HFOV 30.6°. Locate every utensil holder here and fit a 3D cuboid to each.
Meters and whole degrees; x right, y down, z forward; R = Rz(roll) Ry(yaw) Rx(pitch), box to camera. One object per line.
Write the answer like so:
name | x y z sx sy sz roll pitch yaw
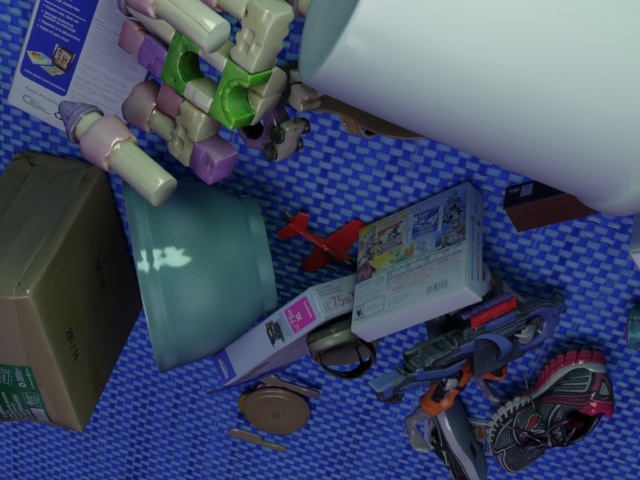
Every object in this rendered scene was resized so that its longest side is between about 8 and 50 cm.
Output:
utensil holder | 0.208 -0.240 1.249 0.385 0.327 0.327 19 136 -14

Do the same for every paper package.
paper package | -0.432 0.085 1.834 0.168 0.309 0.325 6 134 14

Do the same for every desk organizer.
desk organizer | 0.325 -0.056 1.629 0.130 0.047 0.050 -14 128 30

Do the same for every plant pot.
plant pot | -0.173 0.036 1.750 0.196 0.293 0.293 -12 132 -7

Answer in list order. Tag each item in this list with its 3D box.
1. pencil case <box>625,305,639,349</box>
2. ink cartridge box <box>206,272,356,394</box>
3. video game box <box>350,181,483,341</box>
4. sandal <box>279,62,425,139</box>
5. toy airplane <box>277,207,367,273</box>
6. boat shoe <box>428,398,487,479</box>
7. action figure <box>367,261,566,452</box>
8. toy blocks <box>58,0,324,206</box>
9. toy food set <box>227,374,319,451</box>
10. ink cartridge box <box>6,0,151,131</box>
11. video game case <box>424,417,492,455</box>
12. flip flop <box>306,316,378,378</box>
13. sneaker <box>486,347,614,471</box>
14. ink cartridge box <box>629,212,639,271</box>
pencil case | 0.529 0.132 1.723 0.152 0.064 0.070 2 116 18
ink cartridge box | -0.041 0.146 1.853 0.311 0.186 0.065 -39 73 39
video game box | 0.138 0.032 1.675 0.205 0.187 0.048 -24 137 35
sandal | 0.054 -0.183 1.600 0.240 0.088 0.079 16 167 14
toy airplane | 0.000 0.000 1.805 0.151 0.028 0.151 9 133 9
boat shoe | 0.223 0.347 2.003 0.070 0.078 0.219 -8 130 23
action figure | 0.184 0.163 1.773 0.341 0.178 0.330 -16 132 -27
toy blocks | -0.168 -0.246 1.452 0.260 0.309 0.288 39 127 21
toy food set | -0.082 0.301 2.116 0.132 0.038 0.192 21 130 -11
ink cartridge box | -0.308 -0.288 1.613 0.176 0.069 0.371 27 137 -6
video game case | 0.243 0.339 2.052 0.122 0.011 0.087 8 133 12
flip flop | 0.043 0.176 1.825 0.112 0.080 0.277 -28 168 0
sneaker | 0.362 0.293 1.874 0.121 0.112 0.299 5 140 -20
ink cartridge box | 0.521 0.032 1.532 0.117 0.207 0.283 -17 125 33
